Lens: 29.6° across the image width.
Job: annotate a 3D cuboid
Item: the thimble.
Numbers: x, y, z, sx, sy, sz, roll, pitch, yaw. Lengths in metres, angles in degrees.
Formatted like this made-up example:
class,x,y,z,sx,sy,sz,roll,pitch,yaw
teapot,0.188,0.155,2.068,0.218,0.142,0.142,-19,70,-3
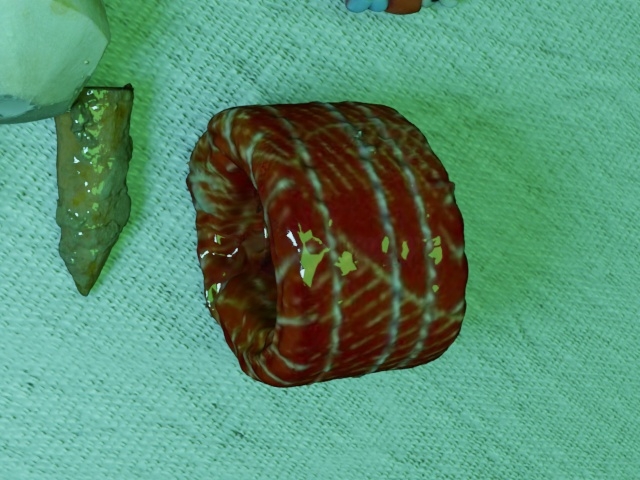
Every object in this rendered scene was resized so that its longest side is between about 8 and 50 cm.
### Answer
class,x,y,z,sx,sy,sz,roll,pitch,yaw
thimble,0.000,0.000,1.413,0.231,0.350,0.350,-9,101,-23

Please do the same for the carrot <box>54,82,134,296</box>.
class,x,y,z,sx,sy,sz,roll,pitch,yaw
carrot,-0.273,-0.060,1.426,0.102,0.102,0.263,1,103,-24

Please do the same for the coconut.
class,x,y,z,sx,sy,sz,roll,pitch,yaw
coconut,-0.335,-0.223,1.283,0.241,0.241,0.241,-4,99,-24

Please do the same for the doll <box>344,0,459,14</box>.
class,x,y,z,sx,sy,sz,roll,pitch,yaw
doll,0.108,-0.361,1.520,0.290,0.130,0.161,-6,125,-39
